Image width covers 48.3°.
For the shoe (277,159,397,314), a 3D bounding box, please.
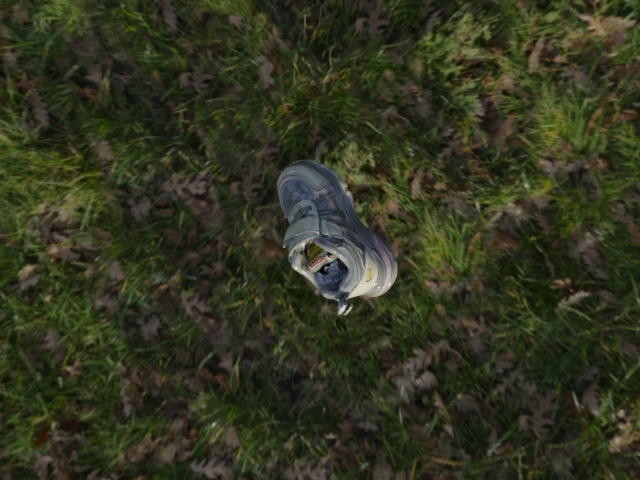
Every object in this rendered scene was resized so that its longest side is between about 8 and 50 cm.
[{"bbox_3d":[0.000,0.000,0.789,0.089,0.092,0.180,-37,88,41],"label":"shoe"}]
